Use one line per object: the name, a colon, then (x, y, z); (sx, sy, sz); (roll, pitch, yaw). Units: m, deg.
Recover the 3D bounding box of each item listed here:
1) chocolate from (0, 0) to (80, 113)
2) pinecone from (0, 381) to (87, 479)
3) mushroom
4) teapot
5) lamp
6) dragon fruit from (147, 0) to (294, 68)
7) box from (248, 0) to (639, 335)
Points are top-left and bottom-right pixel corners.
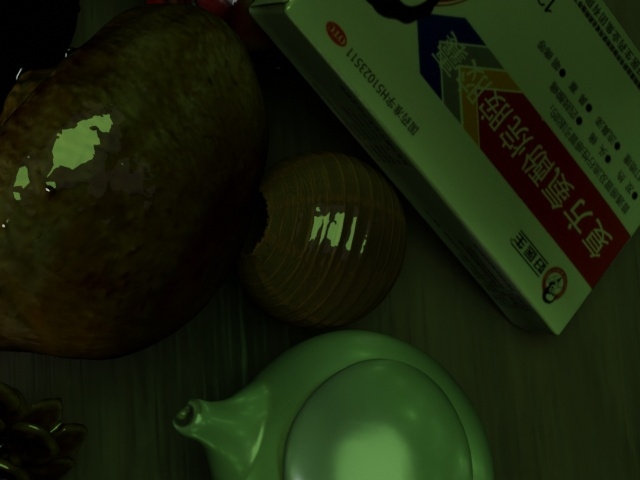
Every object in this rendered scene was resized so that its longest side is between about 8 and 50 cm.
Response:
chocolate: (-0.306, -0.210, 1.160); (0.224, 0.206, 0.177); (-26, 37, -25)
pinecone: (-0.255, 0.197, 1.030); (0.185, 0.169, 0.212); (-4, 63, 3)
mushroom: (-0.141, -0.043, 1.068); (0.195, 0.263, 0.283); (19, 37, -8)
teapot: (0.042, 0.218, 1.084); (0.220, 0.149, 0.318); (-20, 79, -13)
lamp: (0.000, 0.000, 1.140); (0.136, 0.136, 0.136); (2, 75, -9)
dragon fruit: (-0.054, -0.213, 1.161); (0.188, 0.182, 0.182); (-6, 75, 20)
box: (0.129, -0.121, 1.149); (0.353, 0.069, 0.214); (47, 71, -25)
